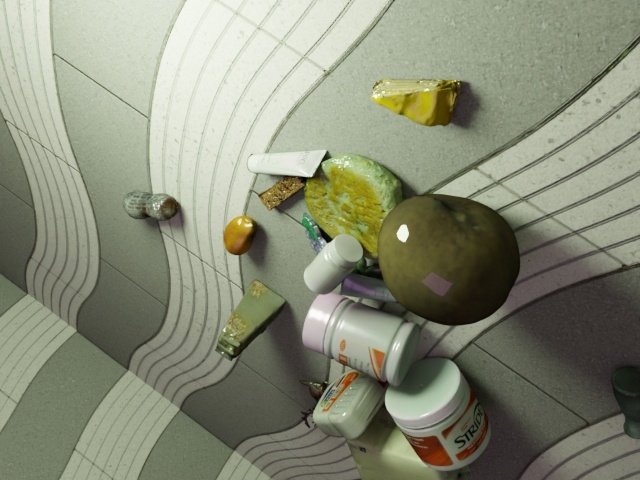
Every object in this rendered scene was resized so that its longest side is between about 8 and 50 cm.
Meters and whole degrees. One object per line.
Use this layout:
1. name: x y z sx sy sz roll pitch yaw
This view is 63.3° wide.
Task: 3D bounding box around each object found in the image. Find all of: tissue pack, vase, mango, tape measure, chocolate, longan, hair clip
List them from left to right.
1. chocolate: -0.608 -0.122 1.846 0.248 0.110 0.110 7 129 36
2. mango: -0.258 -0.023 1.696 0.105 0.084 0.159 48 121 14
3. hair clip: 0.001 -0.001 1.538 0.124 0.052 0.195 26 149 55
4. tape measure: 0.114 0.563 1.815 0.130 0.258 0.265 48 146 -11
5. tissue pack: 0.315 0.775 1.878 0.381 0.207 0.297 0 124 37
6. longan: 0.284 0.038 1.182 0.319 0.319 0.318 20 135 21
7. vase: 0.790 0.418 1.310 0.086 0.086 0.214 1 130 36

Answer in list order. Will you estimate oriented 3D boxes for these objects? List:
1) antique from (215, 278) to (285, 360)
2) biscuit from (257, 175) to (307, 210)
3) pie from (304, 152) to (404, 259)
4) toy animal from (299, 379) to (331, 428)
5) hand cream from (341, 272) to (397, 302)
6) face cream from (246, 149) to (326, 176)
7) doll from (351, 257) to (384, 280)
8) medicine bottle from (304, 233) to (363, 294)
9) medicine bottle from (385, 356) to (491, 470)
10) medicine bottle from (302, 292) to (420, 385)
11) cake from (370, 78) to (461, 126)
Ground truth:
1. antique: -0.259 0.285 1.812 0.150 0.284 0.125 32 139 7
2. biscuit: -0.110 -0.146 1.508 0.064 0.034 0.199 50 139 -11
3. pie: 0.089 -0.089 1.388 0.323 0.070 0.323 24 136 25
4. toy animal: 0.008 0.663 2.124 0.260 0.087 0.243 -7 107 42
5. hand cream: 0.185 0.147 1.485 0.256 0.048 0.079 11 113 8
6. face cream: -0.097 -0.208 1.413 0.244 0.092 0.058 5 149 37
7. doll: 0.133 0.102 1.526 0.151 0.077 0.115 -6 133 27
8. medicine bottle: 0.035 0.067 1.442 0.103 0.102 0.186 40 137 0
9. medicine bottle: 0.360 0.530 1.592 0.253 0.252 0.240 -15 116 43
10. medicine bottle: 0.125 0.297 1.601 0.316 0.202 0.202 18 135 24
11. cake: 0.202 -0.313 1.097 0.185 0.080 0.116 38 142 9
